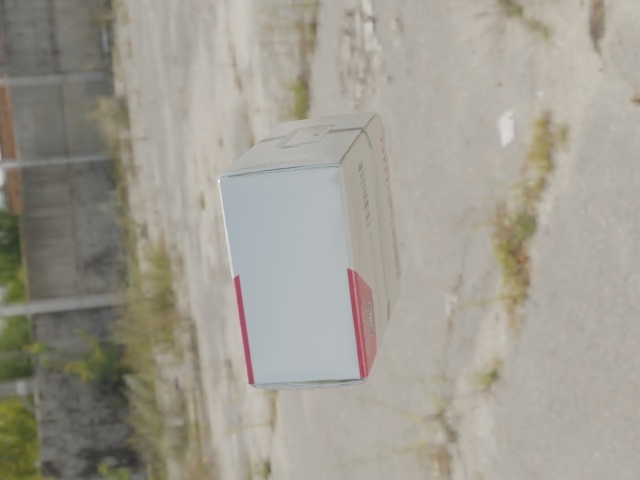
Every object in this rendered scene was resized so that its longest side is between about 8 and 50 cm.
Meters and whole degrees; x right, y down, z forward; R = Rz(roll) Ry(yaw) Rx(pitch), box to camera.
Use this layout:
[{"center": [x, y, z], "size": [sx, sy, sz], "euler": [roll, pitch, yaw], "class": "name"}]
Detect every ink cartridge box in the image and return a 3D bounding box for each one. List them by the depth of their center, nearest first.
[{"center": [0.000, 0.000, 1.242], "size": [0.283, 0.117, 0.207], "euler": [-57, -39, -73], "class": "ink cartridge box"}]
